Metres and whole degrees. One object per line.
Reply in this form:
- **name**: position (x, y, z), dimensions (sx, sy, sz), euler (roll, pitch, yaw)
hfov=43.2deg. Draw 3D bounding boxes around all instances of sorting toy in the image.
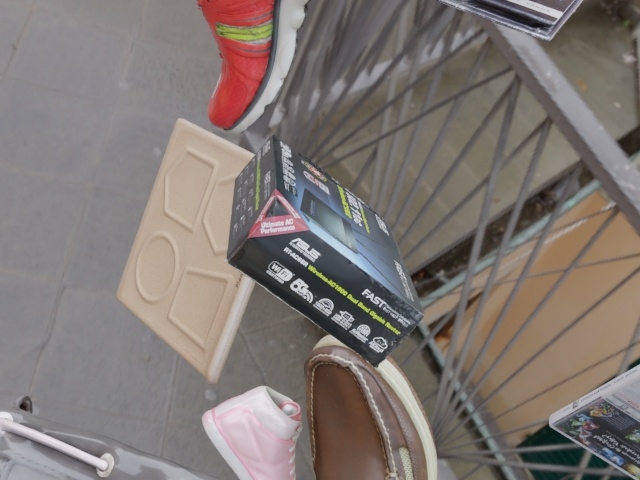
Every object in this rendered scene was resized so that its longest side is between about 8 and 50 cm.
- **sorting toy**: position (-0.109, 0.003, 0.740), dimensions (0.038, 0.193, 0.208), euler (14, 12, -41)

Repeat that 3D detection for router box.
- **router box**: position (0.000, 0.000, 0.423), dimensions (0.092, 0.038, 0.122), euler (37, 16, -18)

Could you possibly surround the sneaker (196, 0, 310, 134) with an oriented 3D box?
- **sneaker**: position (-0.078, -0.225, 0.764), dimensions (0.118, 0.279, 0.107), euler (9, 44, -17)

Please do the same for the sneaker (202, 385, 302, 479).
- **sneaker**: position (-0.033, 0.176, 0.661), dimensions (0.070, 0.051, 0.134), euler (-33, 111, -3)

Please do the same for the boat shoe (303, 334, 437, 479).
- **boat shoe**: position (0.038, 0.198, 0.608), dimensions (0.095, 0.095, 0.258), euler (-38, 115, -49)

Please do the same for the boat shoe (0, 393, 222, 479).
- **boat shoe**: position (-0.123, 0.140, 0.415), dimensions (0.335, 0.112, 0.095), euler (19, 46, 24)

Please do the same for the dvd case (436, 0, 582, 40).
- **dvd case**: position (0.135, -0.225, 0.632), dimensions (0.164, 0.018, 0.221), euler (25, 42, 17)

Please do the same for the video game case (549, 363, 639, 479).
- **video game case**: position (0.412, 0.236, 0.994), dimensions (0.190, 0.173, 0.022), euler (32, 45, -9)
